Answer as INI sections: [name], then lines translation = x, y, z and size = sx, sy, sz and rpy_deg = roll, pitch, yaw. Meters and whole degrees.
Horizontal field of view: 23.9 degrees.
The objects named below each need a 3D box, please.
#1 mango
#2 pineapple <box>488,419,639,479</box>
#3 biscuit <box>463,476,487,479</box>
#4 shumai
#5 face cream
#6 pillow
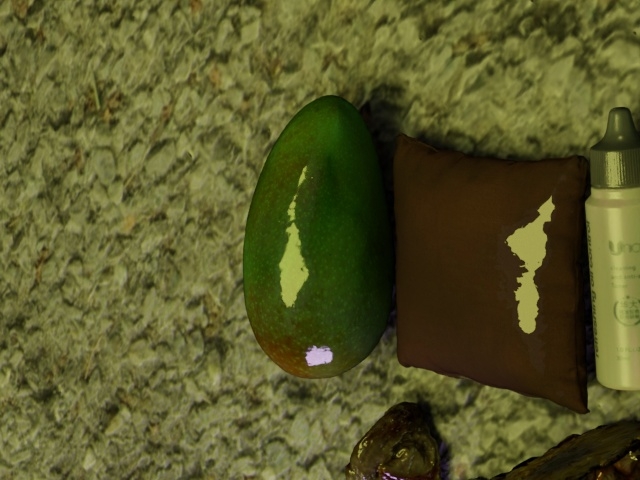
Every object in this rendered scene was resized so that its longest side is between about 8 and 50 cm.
[mango]
translation = 0.000, 0.000, 1.943
size = 0.201, 0.225, 0.381
rpy_deg = 9, 110, 12
[pineapple]
translation = 0.318, 0.372, 1.705
size = 0.262, 0.262, 0.271
rpy_deg = -27, 88, 47
[biscuit]
translation = 0.232, 0.442, 1.953
size = 0.150, 0.052, 0.252
rpy_deg = 20, 117, 41
[shumai]
translation = 0.102, 0.281, 1.996
size = 0.105, 0.123, 0.139
rpy_deg = 6, 93, 34
[face cream]
translation = 0.342, 0.007, 1.676
size = 0.092, 0.092, 0.311
rpy_deg = 7, 107, 45
[pillow]
translation = 0.198, 0.034, 1.818
size = 0.308, 0.108, 0.305
rpy_deg = 12, 109, 48
